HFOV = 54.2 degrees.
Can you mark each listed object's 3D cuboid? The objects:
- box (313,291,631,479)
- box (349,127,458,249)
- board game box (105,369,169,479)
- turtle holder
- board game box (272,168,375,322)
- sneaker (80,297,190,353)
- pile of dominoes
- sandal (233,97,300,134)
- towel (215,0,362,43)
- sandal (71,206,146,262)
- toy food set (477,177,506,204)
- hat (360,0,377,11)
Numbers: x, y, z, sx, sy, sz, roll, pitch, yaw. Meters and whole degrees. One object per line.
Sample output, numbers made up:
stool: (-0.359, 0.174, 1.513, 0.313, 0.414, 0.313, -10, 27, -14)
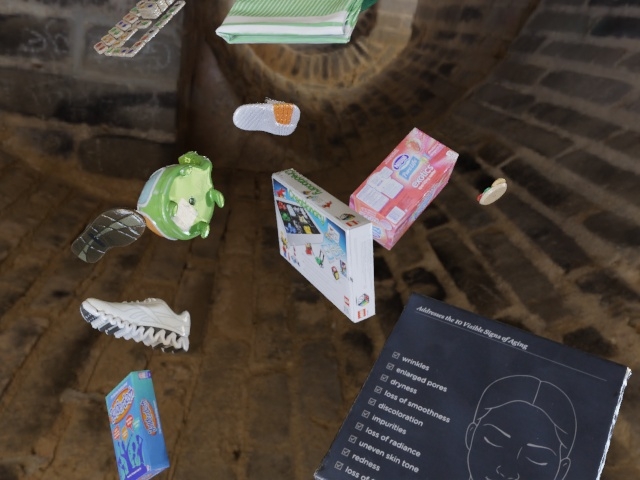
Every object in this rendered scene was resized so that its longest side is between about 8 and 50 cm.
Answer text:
box: (0.318, 0.431, 1.310, 0.480, 0.297, 0.471, 19, -122, 24)
box: (0.224, -0.144, 1.716, 0.154, 0.142, 0.300, 35, -114, 15)
board game box: (-0.399, 0.409, 1.352, 0.047, 0.160, 0.210, 3, -123, -40)
turtle holder: (-0.486, -0.160, 2.098, 0.228, 0.320, 0.243, 1, 175, 34)
board game box: (0.000, 0.000, 1.204, 0.053, 0.192, 0.305, -18, -148, -23)
sneaker: (-0.461, 0.195, 1.581, 0.292, 0.118, 0.110, 27, 151, -33)
pile of dominoes: (-0.492, -0.582, 1.657, 0.196, 0.040, 0.251, 13, -123, 34)
sandal: (-0.166, -0.375, 1.838, 0.076, 0.101, 0.265, 39, -154, 31)
towel: (-0.024, -0.459, 1.099, 0.248, 0.038, 0.324, 6, -124, 21)
sandal: (-0.461, -0.018, 1.370, 0.090, 0.219, 0.060, 45, -144, -19)
toy food set: (0.435, -0.121, 1.584, 0.020, 0.083, 0.083, 58, -173, 24)
hat: (0.037, -0.681, 1.606, 0.209, 0.183, 0.173, -19, 179, 32)
